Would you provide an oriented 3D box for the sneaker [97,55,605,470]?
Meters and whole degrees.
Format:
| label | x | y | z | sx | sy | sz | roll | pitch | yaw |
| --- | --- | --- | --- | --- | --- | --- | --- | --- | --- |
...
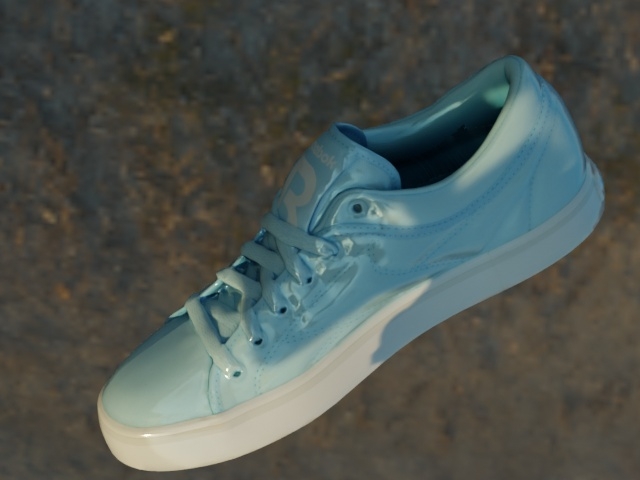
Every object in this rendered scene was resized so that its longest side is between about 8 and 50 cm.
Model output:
| label | x | y | z | sx | sy | sz | roll | pitch | yaw |
| --- | --- | --- | --- | --- | --- | --- | --- | --- | --- |
| sneaker | 0.000 | 0.000 | 1.212 | 0.366 | 0.135 | 0.150 | -33 | 124 | -9 |
